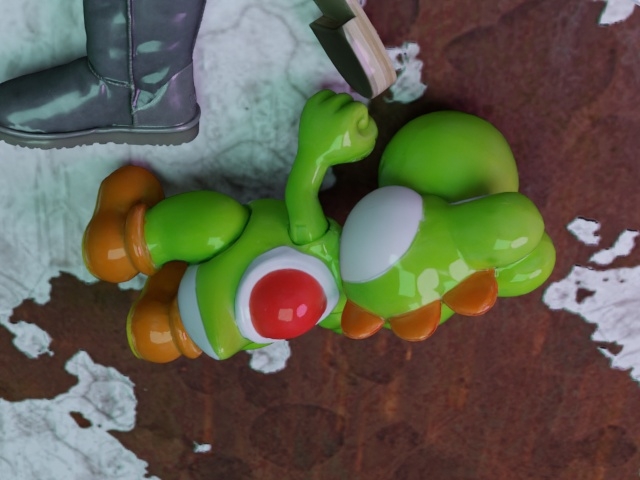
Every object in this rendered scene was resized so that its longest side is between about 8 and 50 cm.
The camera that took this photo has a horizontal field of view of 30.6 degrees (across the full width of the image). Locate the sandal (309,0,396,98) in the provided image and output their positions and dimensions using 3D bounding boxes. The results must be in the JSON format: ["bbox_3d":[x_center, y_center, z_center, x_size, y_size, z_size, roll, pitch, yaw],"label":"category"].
[{"bbox_3d":[0.008,-0.220,0.831,0.079,0.088,0.240,-38,119,-12],"label":"sandal"}]

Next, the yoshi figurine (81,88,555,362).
[{"bbox_3d":[0.009,-0.011,0.933,0.362,0.203,0.203,-6,84,23],"label":"yoshi figurine"}]

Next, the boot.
[{"bbox_3d":[-0.167,-0.171,0.861,0.189,0.076,0.208,-4,132,-11],"label":"boot"}]

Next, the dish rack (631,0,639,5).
[{"bbox_3d":[0.336,-0.271,0.770,0.285,0.072,0.333,24,121,-11],"label":"dish rack"}]
